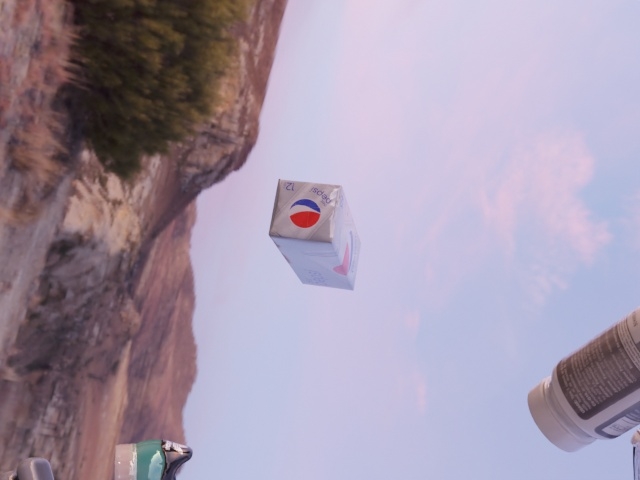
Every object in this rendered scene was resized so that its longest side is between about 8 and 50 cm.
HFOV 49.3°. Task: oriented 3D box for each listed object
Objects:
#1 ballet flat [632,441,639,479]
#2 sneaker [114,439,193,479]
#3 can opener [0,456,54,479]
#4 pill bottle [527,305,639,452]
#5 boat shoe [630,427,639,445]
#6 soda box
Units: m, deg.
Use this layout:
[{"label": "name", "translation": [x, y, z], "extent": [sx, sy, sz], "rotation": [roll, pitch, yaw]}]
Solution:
[{"label": "ballet flat", "translation": [0.339, 0.238, 0.681], "extent": [0.250, 0.058, 0.084], "rotation": [27, 65, -64]}, {"label": "sneaker", "translation": [-0.232, 0.439, 1.008], "extent": [0.108, 0.121, 0.302], "rotation": [-156, -115, -76]}, {"label": "can opener", "translation": [-0.324, 0.408, 0.858], "extent": [0.074, 0.093, 0.280], "rotation": [-34, -111, 11]}, {"label": "pill bottle", "translation": [0.247, 0.119, 0.586], "extent": [0.137, 0.078, 0.078], "rotation": [-47, -150, 34]}, {"label": "boat shoe", "translation": [0.493, 0.289, 0.884], "extent": [0.076, 0.080, 0.228], "rotation": [-61, -164, 8]}, {"label": "soda box", "translation": [0.000, 0.000, 1.107], "extent": [0.286, 0.098, 0.091], "rotation": [65, 33, -70]}]
